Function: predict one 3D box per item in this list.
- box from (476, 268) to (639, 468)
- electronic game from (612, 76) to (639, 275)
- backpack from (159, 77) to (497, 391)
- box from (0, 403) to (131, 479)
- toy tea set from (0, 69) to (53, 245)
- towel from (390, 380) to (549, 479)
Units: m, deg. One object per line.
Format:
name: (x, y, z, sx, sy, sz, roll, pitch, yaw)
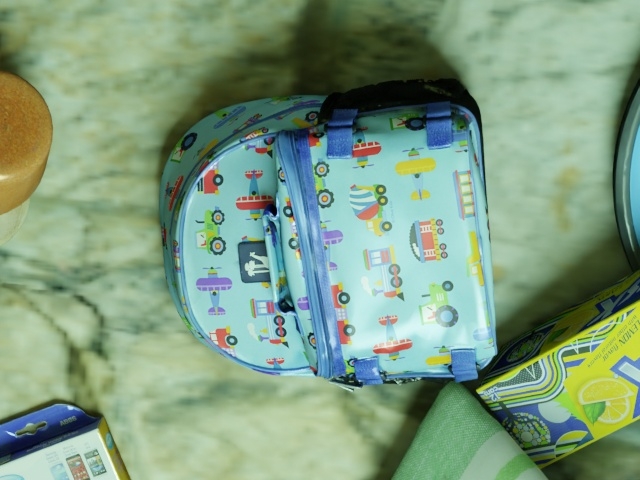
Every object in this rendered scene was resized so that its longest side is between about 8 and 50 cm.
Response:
box: (0.167, 0.051, 0.984, 0.169, 0.054, 0.059, -32, 100, 29)
electronic game: (0.267, -0.032, 0.998, 0.229, 0.048, 0.229, 0, 101, 1)
backpack: (0.000, 0.000, 0.976, 0.173, 0.117, 0.158, -3, 100, 4)
box: (-0.138, 0.160, 1.054, 0.081, 0.028, 0.136, -22, 102, 5)
toy tea set: (-0.290, -0.112, 0.979, 0.200, 0.124, 0.336, -41, 95, -21)
towel: (0.092, 0.256, 0.926, 0.038, 0.325, 0.248, 15, 111, -34)
